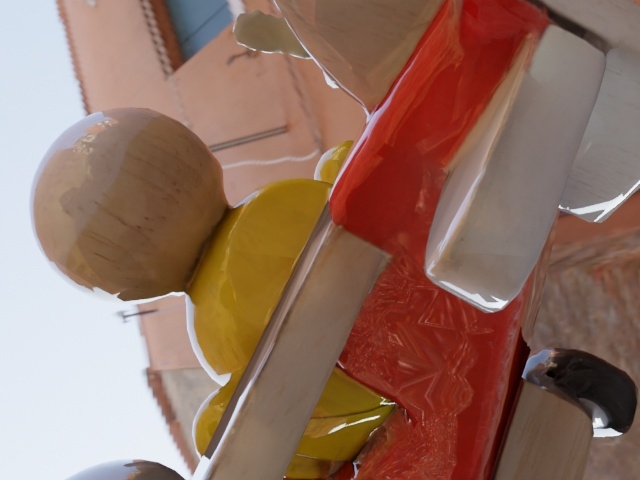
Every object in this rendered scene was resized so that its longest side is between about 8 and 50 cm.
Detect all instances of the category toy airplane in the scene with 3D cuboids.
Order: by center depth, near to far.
[{"bbox_3d":[0.000,0.000,0.538,0.273,0.386,0.384,17,-78,15],"label":"toy airplane"}]
